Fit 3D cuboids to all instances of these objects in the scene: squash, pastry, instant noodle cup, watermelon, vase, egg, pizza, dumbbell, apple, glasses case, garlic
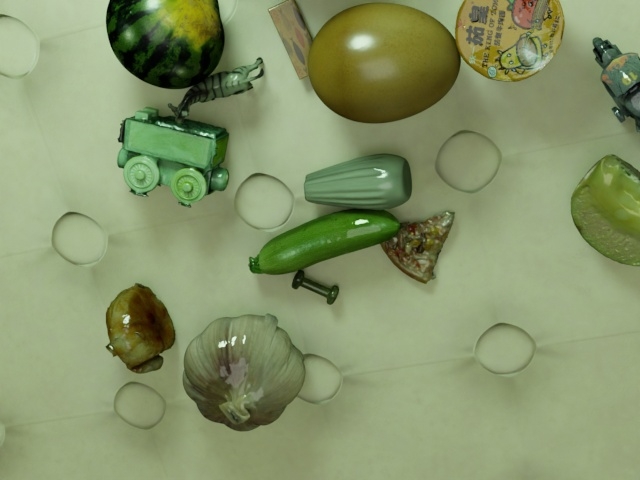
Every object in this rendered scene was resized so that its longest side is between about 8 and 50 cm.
[{"bbox_3d":[0.000,0.000,2.041,0.395,0.107,0.107,-19,108,19],"label":"squash"},{"bbox_3d":[-0.454,0.220,2.156,0.100,0.218,0.229,-25,70,19],"label":"pastry"},{"bbox_3d":[0.388,-0.451,1.774,0.215,0.172,0.216,3,111,8],"label":"instant noodle cup"},{"bbox_3d":[-0.329,-0.455,1.824,0.269,0.269,0.269,3,112,7],"label":"watermelon"},{"bbox_3d":[0.082,-0.130,1.975,0.248,0.128,0.128,-4,111,20],"label":"vase"},{"bbox_3d":[0.133,-0.372,1.797,0.322,0.250,0.250,1,112,13],"label":"egg"},{"bbox_3d":[0.249,0.002,2.039,0.185,0.052,0.195,42,111,-12],"label":"pizza"},{"bbox_3d":[-0.013,0.117,2.123,0.118,0.046,0.052,24,118,-1],"label":"dumbbell"},{"bbox_3d":[0.674,-0.066,1.919,0.265,0.120,0.193,42,124,-6],"label":"apple"},{"bbox_3d":[-0.054,-0.452,1.909,0.064,0.041,0.170,-24,106,4],"label":"glasses case"},{"bbox_3d":[-0.203,0.336,2.152,0.322,0.241,0.322,0,91,15],"label":"garlic"}]

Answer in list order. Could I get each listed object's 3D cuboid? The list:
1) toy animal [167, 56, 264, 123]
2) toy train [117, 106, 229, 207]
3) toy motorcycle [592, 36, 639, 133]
[{"bbox_3d":[-0.229,-0.338,1.905,0.217,0.176,0.073,-18,108,13],"label":"toy animal"},{"bbox_3d":[-0.341,-0.195,1.993,0.271,0.159,0.188,13,107,6],"label":"toy train"},{"bbox_3d":[0.670,-0.298,1.796,0.108,0.173,0.307,-36,101,18],"label":"toy motorcycle"}]
